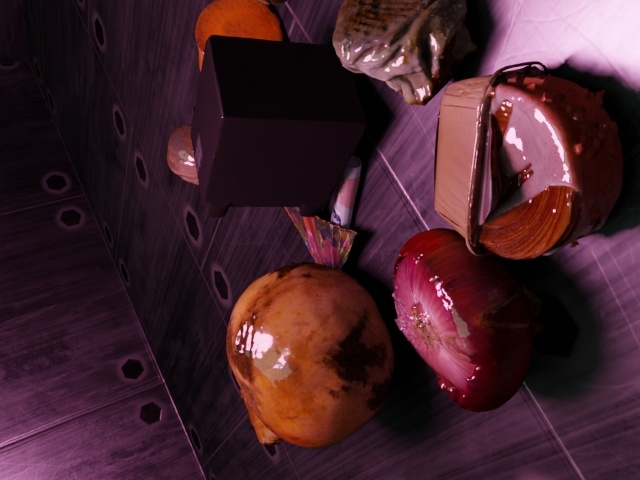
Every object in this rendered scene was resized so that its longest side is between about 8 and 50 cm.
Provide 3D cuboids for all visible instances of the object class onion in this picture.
[{"bbox_3d":[0.189,0.100,0.840,0.248,0.161,0.248,34,130,52],"label":"onion"}]

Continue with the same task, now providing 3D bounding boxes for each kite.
[{"bbox_3d":[0.000,0.000,1.234,0.321,0.016,0.234,33,143,58],"label":"kite"}]

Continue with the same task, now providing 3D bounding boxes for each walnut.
[{"bbox_3d":[-0.297,-0.205,1.520,0.140,0.140,0.162,102,148,-42],"label":"walnut"}]

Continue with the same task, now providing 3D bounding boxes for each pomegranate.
[{"bbox_3d":[-0.020,0.199,1.126,0.322,0.322,0.322,35,134,46],"label":"pomegranate"}]

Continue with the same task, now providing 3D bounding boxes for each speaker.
[{"bbox_3d":[-0.080,-0.180,1.043,0.254,0.232,0.184,117,146,-53],"label":"speaker"}]

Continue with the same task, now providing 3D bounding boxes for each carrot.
[{"bbox_3d":[-0.159,-0.337,1.231,0.159,0.159,0.225,63,164,15],"label":"carrot"}]

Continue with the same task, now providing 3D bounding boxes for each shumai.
[{"bbox_3d":[0.119,-0.266,0.830,0.184,0.184,0.142,36,164,46],"label":"shumai"}]

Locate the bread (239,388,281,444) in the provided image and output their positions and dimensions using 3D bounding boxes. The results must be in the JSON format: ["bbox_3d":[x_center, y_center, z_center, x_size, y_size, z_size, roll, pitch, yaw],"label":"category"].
[{"bbox_3d":[-0.064,0.341,1.410,0.195,0.148,0.344,70,155,14],"label":"bread"}]

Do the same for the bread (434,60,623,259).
[{"bbox_3d":[0.220,-0.081,0.709,0.212,0.142,0.224,34,133,52],"label":"bread"}]

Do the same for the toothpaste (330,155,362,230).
[{"bbox_3d":[0.042,-0.061,1.129,0.056,0.036,0.205,53,150,33],"label":"toothpaste"}]

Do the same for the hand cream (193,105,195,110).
[{"bbox_3d":[-0.307,-0.278,1.602,0.036,0.023,0.122,-148,48,-64],"label":"hand cream"}]

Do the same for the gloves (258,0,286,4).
[{"bbox_3d":[-0.088,-0.464,1.020,0.331,0.141,0.154,37,111,59],"label":"gloves"}]
